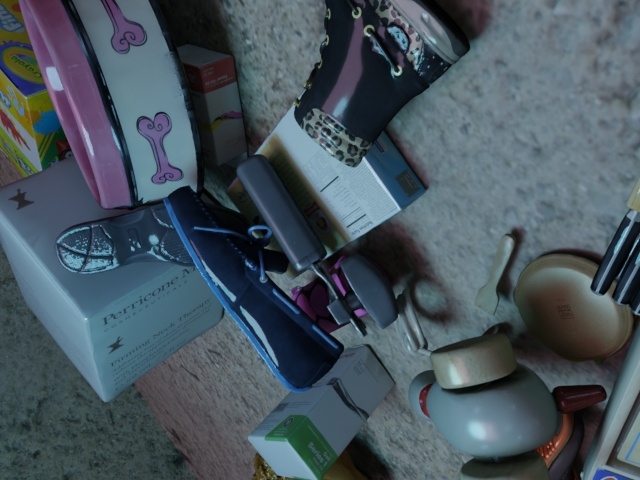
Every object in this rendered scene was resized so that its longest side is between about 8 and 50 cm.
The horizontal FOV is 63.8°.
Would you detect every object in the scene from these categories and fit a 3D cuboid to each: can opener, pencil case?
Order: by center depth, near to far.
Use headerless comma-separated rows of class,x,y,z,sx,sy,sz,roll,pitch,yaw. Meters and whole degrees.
can opener,0.000,0.000,0.685,0.284,0.095,0.076,58,-177,3
pencil case,0.021,0.089,0.814,0.209,0.095,0.098,-38,73,53

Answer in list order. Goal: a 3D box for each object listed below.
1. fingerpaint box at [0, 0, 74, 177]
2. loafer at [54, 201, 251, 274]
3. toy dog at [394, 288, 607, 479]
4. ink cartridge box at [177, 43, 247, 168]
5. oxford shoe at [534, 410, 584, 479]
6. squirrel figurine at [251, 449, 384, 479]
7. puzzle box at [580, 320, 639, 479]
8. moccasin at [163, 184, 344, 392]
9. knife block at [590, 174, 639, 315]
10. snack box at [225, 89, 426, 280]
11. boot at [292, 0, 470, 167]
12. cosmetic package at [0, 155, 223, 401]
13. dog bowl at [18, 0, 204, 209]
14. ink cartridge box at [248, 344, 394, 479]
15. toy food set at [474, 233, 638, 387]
fingerpaint box,-0.716,-0.367,1.216,0.445,0.163,0.371,45,145,13
loafer,-0.264,-0.013,0.839,0.095,0.302,0.109,-116,20,-74
toy dog,0.202,0.180,0.608,0.334,0.160,0.220,-108,8,-80
ink cartridge box,-0.185,-0.198,0.825,0.115,0.067,0.198,26,137,34
oxford shoe,0.308,0.309,0.684,0.098,0.097,0.272,11,131,11
squirrel figurine,-0.030,0.587,1.140,0.396,0.281,0.371,19,126,36
puzzle box,0.374,0.148,0.383,0.271,0.052,0.409,13,138,27
moccasin,-0.092,0.056,0.755,0.342,0.116,0.137,55,174,-11
knife block,0.283,-0.065,0.377,0.242,0.088,0.276,-23,101,53
snack box,-0.015,-0.070,0.742,0.187,0.060,0.322,55,145,0
boot,0.011,-0.209,0.530,0.236,0.085,0.179,45,122,6
cosmetic package,-0.419,0.059,1.085,0.327,0.329,0.394,43,144,17
dog bowl,-0.335,-0.231,0.814,0.408,0.150,0.408,47,149,39
ink cartridge box,0.003,0.294,0.891,0.093,0.219,0.160,53,146,-4
toy food set,0.272,0.073,0.559,0.192,0.038,0.133,35,134,34
